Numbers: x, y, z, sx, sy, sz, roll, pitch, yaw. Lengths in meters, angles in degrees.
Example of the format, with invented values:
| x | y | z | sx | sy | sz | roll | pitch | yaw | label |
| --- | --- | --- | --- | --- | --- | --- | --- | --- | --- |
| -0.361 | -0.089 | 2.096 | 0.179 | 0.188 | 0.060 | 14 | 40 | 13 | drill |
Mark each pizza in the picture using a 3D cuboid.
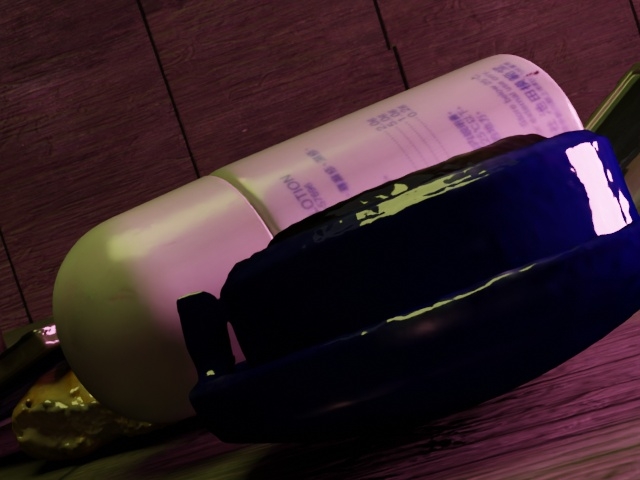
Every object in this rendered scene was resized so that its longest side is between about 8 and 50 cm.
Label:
| x | y | z | sx | sy | sz | roll | pitch | yaw | label |
| --- | --- | --- | --- | --- | --- | --- | --- | --- | --- |
| -0.072 | 0.077 | 0.926 | 0.297 | 0.071 | 0.189 | -17 | 3 | 17 | pizza |

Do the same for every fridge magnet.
| x | y | z | sx | sy | sz | roll | pitch | yaw | label |
| --- | --- | --- | --- | --- | --- | --- | --- | --- | --- |
| 0.059 | 0.024 | 0.657 | 0.266 | 0.112 | 0.265 | -21 | -2 | -1 | fridge magnet |

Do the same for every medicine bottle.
| x | y | z | sx | sy | sz | roll | pitch | yaw | label |
| --- | --- | --- | --- | --- | --- | --- | --- | --- | --- |
| 0.000 | 0.000 | 0.830 | 0.341 | 0.130 | 0.130 | -25 | 6 | -25 | medicine bottle |

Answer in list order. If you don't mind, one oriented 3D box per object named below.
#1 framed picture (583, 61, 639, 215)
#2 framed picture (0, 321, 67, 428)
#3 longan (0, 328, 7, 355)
| x | y | z | sx | sy | sz | roll | pitch | yaw | label |
| --- | --- | --- | --- | --- | --- | --- | --- | --- | --- |
| 0.208 | -0.050 | 0.942 | 0.265 | 0.018 | 0.192 | -50 | 14 | -21 | framed picture |
| -0.220 | 0.105 | 1.080 | 0.315 | 0.024 | 0.232 | -33 | -7 | 40 | framed picture |
| -0.393 | 0.106 | 1.281 | 0.198 | 0.198 | 0.212 | -19 | 15 | -18 | longan |
